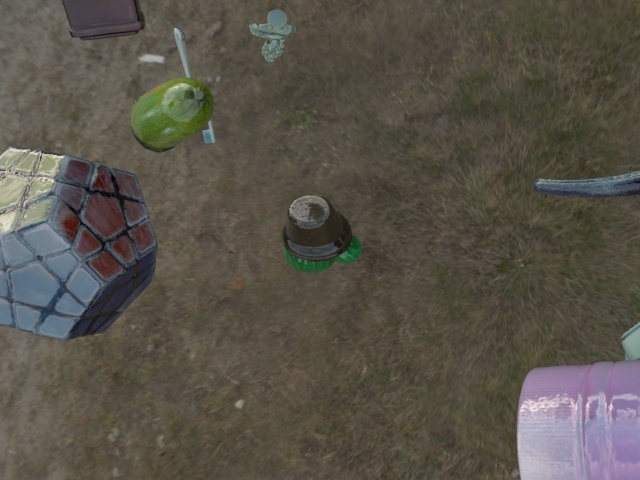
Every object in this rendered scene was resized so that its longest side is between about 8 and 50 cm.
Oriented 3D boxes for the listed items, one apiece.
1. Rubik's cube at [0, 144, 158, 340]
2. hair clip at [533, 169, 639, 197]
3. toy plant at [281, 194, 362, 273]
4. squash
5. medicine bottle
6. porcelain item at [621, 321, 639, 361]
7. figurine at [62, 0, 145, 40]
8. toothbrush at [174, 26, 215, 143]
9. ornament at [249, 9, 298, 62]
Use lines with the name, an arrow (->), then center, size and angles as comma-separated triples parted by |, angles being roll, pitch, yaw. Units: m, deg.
Rubik's cube -> -0.406, 0.004, 1.145 | 0.264, 0.319, 0.319 | 40, 98, 7
hair clip -> 0.486, -0.100, 1.205 | 0.275, 0.048, 0.083 | -6, 46, 24
toy plant -> 0.000, 0.000, 1.280 | 0.142, 0.200, 0.105 | 1, 60, 11
squash -> -0.210, -0.185, 1.055 | 0.095, 0.188, 0.095 | 1, 88, -26
medicine bottle -> 0.306, 0.172, 0.606 | 0.253, 0.152, 0.152 | -9, 86, 31
porcelain item -> 0.546, 0.186, 0.924 | 0.286, 0.157, 0.281 | -40, 107, 14
figurine -> -0.232, -0.302, 0.790 | 0.082, 0.098, 0.154 | -3, 118, 8
toothbrush -> -0.241, -0.295, 1.437 | 0.026, 0.263, 0.022 | -8, 43, 2
ornament -> -0.067, -0.301, 1.076 | 0.068, 0.092, 0.041 | -7, 72, 15
